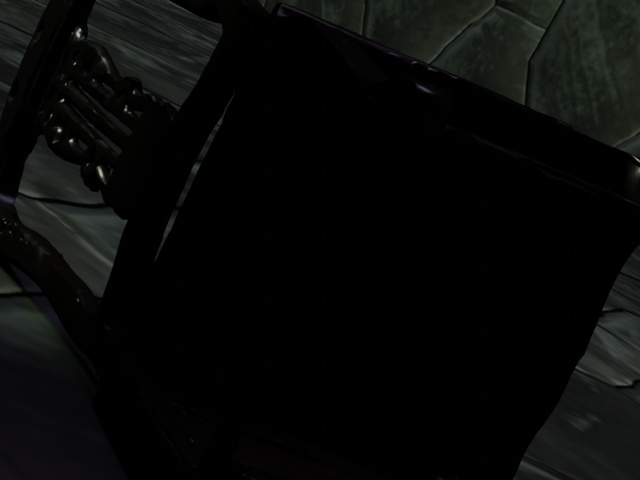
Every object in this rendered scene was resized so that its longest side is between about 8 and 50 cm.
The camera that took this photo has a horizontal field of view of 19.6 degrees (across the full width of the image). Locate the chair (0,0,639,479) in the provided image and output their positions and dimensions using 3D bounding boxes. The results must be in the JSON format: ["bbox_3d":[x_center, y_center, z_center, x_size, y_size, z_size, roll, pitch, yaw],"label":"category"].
[{"bbox_3d":[0.000,0.000,0.441,0.113,0.106,0.229,23,10,-24],"label":"chair"}]
